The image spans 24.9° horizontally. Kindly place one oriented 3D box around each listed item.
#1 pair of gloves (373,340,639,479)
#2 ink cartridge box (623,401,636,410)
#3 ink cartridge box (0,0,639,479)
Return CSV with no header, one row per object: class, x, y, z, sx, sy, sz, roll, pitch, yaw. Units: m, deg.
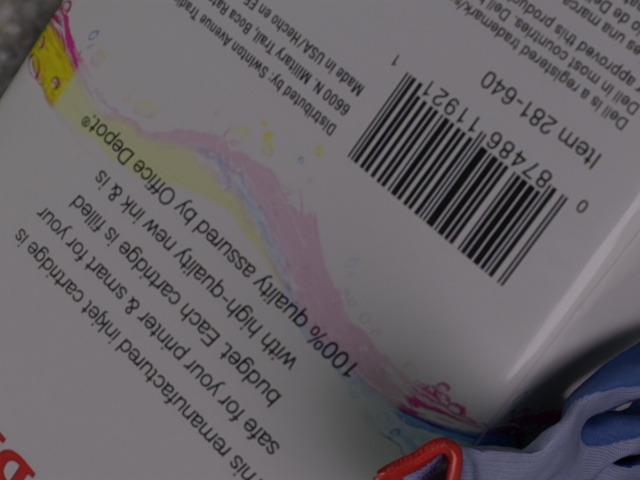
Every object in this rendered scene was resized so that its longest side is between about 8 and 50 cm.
pair of gloves,0.031,0.108,0.407,0.159,0.023,0.198,0,127,-53
ink cartridge box,0.114,0.097,0.570,0.128,0.176,0.127,14,108,-22
ink cartridge box,0.000,0.000,0.466,0.278,0.201,0.117,-55,152,13
